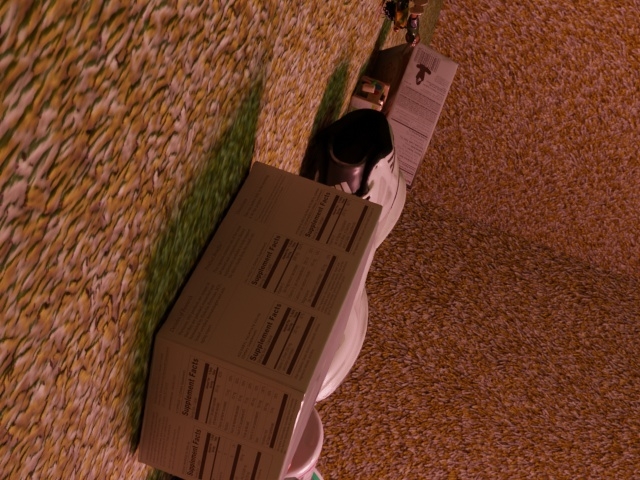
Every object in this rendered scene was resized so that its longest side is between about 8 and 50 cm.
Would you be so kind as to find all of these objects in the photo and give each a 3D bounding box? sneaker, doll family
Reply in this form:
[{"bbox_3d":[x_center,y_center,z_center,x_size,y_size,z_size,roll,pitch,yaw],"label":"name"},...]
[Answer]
[{"bbox_3d":[-0.001,-0.001,1.672,0.257,0.169,0.448,76,30,-59],"label":"sneaker"},{"bbox_3d":[0.146,-0.401,1.893,0.111,0.076,0.193,91,17,-64],"label":"doll family"}]

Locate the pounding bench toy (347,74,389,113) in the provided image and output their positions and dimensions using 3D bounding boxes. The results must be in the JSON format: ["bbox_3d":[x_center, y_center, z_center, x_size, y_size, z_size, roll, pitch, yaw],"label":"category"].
[{"bbox_3d":[0.085,-0.248,1.960,0.083,0.052,0.065,105,7,-51],"label":"pounding bench toy"}]

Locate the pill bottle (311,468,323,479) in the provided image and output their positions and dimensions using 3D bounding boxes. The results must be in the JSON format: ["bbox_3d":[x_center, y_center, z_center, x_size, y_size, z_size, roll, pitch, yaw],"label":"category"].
[{"bbox_3d":[-0.125,0.567,2.160,0.361,0.204,0.204,-62,172,-57],"label":"pill bottle"}]

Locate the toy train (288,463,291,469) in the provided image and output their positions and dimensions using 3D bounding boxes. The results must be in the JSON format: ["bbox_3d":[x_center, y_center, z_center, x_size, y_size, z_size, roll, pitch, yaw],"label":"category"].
[{"bbox_3d":[-0.085,0.262,1.709,0.248,0.105,0.143,137,-35,-67],"label":"toy train"}]

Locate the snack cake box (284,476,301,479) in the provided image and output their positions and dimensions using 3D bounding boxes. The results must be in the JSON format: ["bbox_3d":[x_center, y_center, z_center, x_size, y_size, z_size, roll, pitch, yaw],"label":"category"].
[{"bbox_3d":[-0.110,0.380,1.403,0.264,0.089,0.152,7,106,-51],"label":"snack cake box"}]

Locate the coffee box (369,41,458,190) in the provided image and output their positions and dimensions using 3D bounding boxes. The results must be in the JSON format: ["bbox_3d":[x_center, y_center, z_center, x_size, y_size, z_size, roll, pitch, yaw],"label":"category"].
[{"bbox_3d":[0.132,-0.216,2.068,0.141,0.098,0.247,2,-111,66],"label":"coffee box"}]

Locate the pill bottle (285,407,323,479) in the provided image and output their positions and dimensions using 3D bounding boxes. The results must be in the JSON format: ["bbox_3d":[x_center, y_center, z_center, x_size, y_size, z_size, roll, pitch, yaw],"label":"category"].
[{"bbox_3d":[-0.089,0.371,1.973,0.283,0.160,0.160,104,8,-60],"label":"pill bottle"}]

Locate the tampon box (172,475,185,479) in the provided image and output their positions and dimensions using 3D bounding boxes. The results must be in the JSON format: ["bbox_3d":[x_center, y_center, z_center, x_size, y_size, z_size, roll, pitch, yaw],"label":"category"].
[{"bbox_3d":[-0.143,0.344,1.570,0.161,0.101,0.120,104,8,-54],"label":"tampon box"}]

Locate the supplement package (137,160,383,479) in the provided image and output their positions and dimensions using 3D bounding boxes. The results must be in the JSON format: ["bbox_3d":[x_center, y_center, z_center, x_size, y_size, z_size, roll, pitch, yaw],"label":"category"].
[{"bbox_3d":[-0.059,0.092,1.160,0.262,0.145,0.204,-64,173,-45],"label":"supplement package"}]
